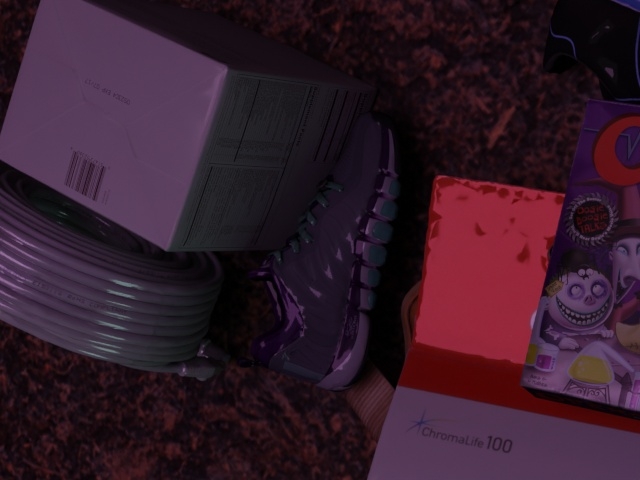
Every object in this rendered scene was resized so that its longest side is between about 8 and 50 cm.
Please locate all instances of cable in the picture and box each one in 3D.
[{"bbox_3d":[-0.204,0.014,1.295,0.257,0.257,0.089,33,102,30],"label":"cable"}]

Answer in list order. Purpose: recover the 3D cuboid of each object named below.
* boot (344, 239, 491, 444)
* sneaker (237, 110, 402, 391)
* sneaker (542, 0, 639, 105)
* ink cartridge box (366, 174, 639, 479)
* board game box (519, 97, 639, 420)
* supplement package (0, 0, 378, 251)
[{"bbox_3d":[0.119,0.107,1.197,0.152,0.073,0.197,45,122,24],"label":"boot"},{"bbox_3d":[0.000,0.000,1.226,0.083,0.098,0.223,151,130,-72],"label":"sneaker"},{"bbox_3d":[0.257,-0.117,1.103,0.232,0.081,0.090,33,110,36],"label":"sneaker"},{"bbox_3d":[0.186,0.166,1.094,0.308,0.091,0.385,10,97,17],"label":"ink cartridge box"},{"bbox_3d":[0.318,0.034,1.019,0.347,0.056,0.208,10,76,24],"label":"board game box"},{"bbox_3d":[-0.104,-0.094,1.262,0.194,0.203,0.149,28,105,31],"label":"supplement package"}]
